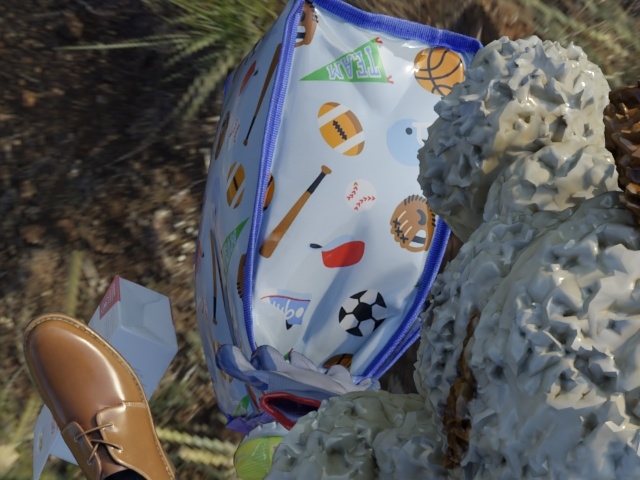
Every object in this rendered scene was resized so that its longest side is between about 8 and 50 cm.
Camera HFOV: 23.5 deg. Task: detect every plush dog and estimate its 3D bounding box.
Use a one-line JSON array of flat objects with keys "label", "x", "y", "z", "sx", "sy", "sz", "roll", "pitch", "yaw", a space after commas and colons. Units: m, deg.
[{"label": "plush dog", "x": 0.101, "y": 0.056, "z": 0.585, "sx": 0.211, "sy": 0.225, "sz": 0.262, "roll": 26, "pitch": 89, "yaw": 9}]

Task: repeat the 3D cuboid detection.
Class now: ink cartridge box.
[{"label": "ink cartridge box", "x": -0.218, "y": 0.150, "z": 1.540, "sx": 0.067, "sy": 0.115, "sz": 0.198, "roll": 25, "pitch": 109, "yaw": -19}]

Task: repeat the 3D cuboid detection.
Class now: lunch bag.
[{"label": "lunch bag", "x": 0.000, "y": 0.000, "z": 1.500, "sx": 0.239, "sy": 0.328, "sz": 0.385, "roll": 15, "pitch": 77, "yaw": -10}]

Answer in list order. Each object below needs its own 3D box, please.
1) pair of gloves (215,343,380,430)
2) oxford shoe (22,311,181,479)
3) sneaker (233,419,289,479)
[{"label": "pair of gloves", "x": 0.042, "y": 0.091, "z": 0.793, "sx": 0.198, "sy": 0.159, "sz": 0.023, "roll": 16, "pitch": 95, "yaw": -7}, {"label": "oxford shoe", "x": -0.172, "y": 0.152, "z": 1.232, "sx": 0.076, "sy": 0.076, "sz": 0.212, "roll": -30, "pitch": 97, "yaw": 6}, {"label": "sneaker", "x": 0.010, "y": 0.201, "z": 1.206, "sx": 0.209, "sy": 0.081, "sz": 0.094, "roll": 4, "pitch": 64, "yaw": 36}]
